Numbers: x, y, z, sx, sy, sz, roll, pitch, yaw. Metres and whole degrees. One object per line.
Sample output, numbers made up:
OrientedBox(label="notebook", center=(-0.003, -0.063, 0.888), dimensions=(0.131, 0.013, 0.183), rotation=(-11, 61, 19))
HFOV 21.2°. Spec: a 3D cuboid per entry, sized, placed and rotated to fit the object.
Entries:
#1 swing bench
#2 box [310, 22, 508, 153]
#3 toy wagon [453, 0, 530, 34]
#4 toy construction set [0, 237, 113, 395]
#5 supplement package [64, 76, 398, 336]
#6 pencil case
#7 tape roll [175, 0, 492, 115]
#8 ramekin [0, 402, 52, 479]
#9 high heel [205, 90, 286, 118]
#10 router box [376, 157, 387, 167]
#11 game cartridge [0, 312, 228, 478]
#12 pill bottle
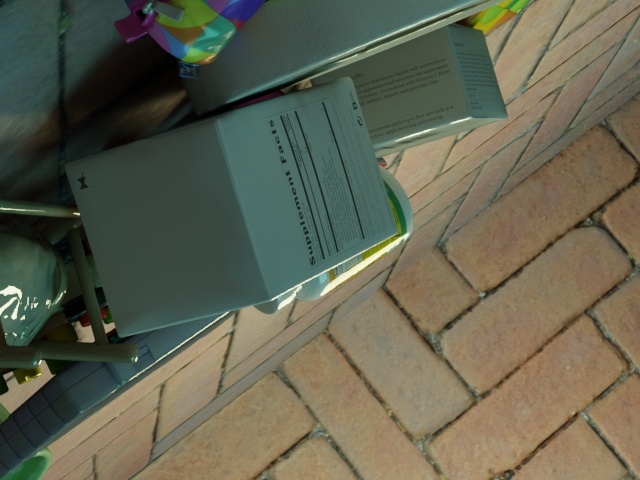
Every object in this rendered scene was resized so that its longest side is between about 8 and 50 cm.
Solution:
OrientedBox(label="swing bench", center=(-0.339, 0.068, 1.545), dimensions=(0.254, 0.165, 0.253), rotation=(-17, 175, 12))
OrientedBox(label="box", center=(0.107, -0.177, 2.044), dimensions=(0.181, 0.119, 0.182), rotation=(-16, 178, 21))
OrientedBox(label="toy wagon", center=(0.279, -0.386, 2.078), dimensions=(0.344, 0.068, 0.267), rotation=(-43, 169, 16))
OrientedBox(label="toy construction set", center=(-0.266, 0.050, 1.781), dimensions=(0.327, 0.151, 0.215), rotation=(-43, 169, 18))
OrientedBox(label="supplement package", center=(-0.079, -0.038, 1.658), dimensions=(0.177, 0.175, 0.293), rotation=(-14, -174, 29))
OrientedBox(label="pencil case", center=(-0.066, -0.246, 1.407), dimensions=(0.236, 0.104, 0.104), rotation=(-47, 167, 27))
OrientedBox(label="tape roll", center=(0.054, -0.219, 1.617), dimensions=(0.392, 0.072, 0.392), rotation=(-21, -176, 1))
OrientedBox(label="ramekin", center=(-0.485, 0.292, 2.034), dimensions=(0.303, 0.148, 0.303), rotation=(-38, 169, -9))
OrientedBox(label="high heel", center=(-0.170, -0.050, 1.939), dimensions=(0.377, 0.127, 0.181), rotation=(-39, 142, 18))
OrientedBox(label="router box", center=(-0.089, -0.033, 2.231), dimensions=(0.301, 0.082, 0.335), rotation=(-43, 169, 16))
OrientedBox(label="game cartridge", center=(-0.194, 0.116, 1.847), dimensions=(0.355, 0.068, 0.230), rotation=(-35, 173, -42))
OrientedBox(label="pill bottle", center=(0.000, 0.000, 2.029), dimensions=(0.208, 0.117, 0.117), rotation=(-33, 167, -28))
